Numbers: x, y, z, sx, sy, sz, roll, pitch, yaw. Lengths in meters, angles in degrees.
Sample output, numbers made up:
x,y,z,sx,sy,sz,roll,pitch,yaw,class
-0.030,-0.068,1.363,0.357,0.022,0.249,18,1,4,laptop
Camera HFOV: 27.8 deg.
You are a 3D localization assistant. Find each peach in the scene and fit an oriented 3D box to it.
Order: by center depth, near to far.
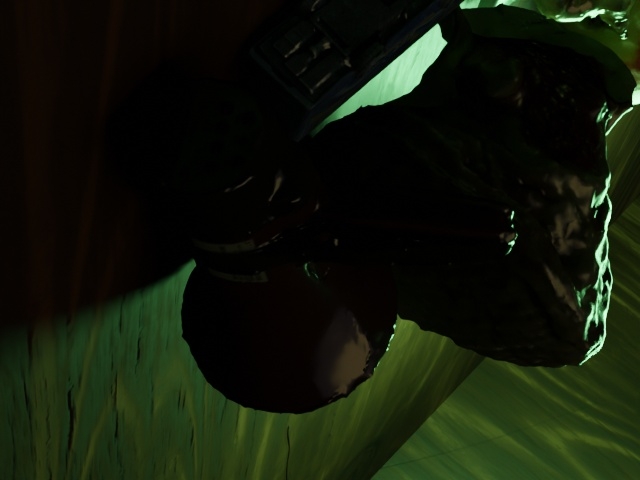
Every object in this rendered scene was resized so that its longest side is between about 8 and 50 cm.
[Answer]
x,y,z,sx,sy,sz,roll,pitch,yaw,class
0.374,-0.251,1.561,0.192,0.190,0.190,-1,131,-45,peach

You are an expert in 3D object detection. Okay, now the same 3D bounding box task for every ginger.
x,y,z,sx,sy,sz,roll,pitch,yaw,class
0.281,-0.295,1.282,0.133,0.059,0.214,-4,133,-18,ginger

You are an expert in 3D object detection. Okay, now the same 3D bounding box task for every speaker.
x,y,z,sx,sy,sz,roll,pitch,yaw,class
-0.011,0.021,0.991,0.198,0.259,0.329,-53,165,-14,speaker

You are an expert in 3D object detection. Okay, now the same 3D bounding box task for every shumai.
x,y,z,sx,sy,sz,roll,pitch,yaw,class
0.182,-0.071,1.198,0.288,0.330,0.292,-46,175,-28,shumai

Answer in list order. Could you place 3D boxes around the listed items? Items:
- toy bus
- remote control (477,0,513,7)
x,y,z,sx,sy,sz,roll,pitch,yaw,class
0.038,-0.178,1.030,0.236,0.079,0.094,-42,178,-28,toy bus
0.205,-0.295,1.289,0.061,0.029,0.162,-34,154,-42,remote control
